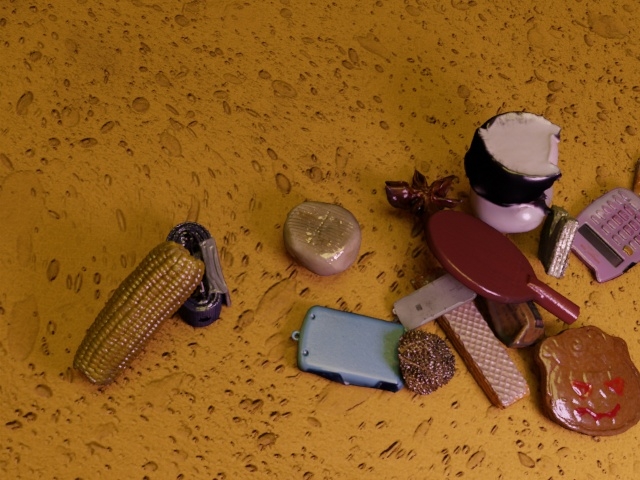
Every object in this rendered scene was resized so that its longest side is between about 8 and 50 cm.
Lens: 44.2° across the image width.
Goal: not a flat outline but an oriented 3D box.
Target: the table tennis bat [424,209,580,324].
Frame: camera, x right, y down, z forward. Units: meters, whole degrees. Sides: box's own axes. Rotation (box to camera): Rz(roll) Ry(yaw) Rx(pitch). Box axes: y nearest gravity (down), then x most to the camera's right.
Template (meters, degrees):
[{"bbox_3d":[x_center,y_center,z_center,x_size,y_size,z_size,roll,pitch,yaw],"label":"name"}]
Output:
[{"bbox_3d":[0.423,0.064,1.842,0.414,0.051,0.268,33,35,1],"label":"table tennis bat"}]

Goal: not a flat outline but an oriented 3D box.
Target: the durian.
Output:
[{"bbox_3d":[0.257,0.268,1.771,0.188,0.091,0.149,12,66,-46],"label":"durian"}]

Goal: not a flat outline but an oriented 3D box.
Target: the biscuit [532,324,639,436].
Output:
[{"bbox_3d":[0.629,0.323,1.821,0.272,0.049,0.258,-2,71,-22],"label":"biscuit"}]

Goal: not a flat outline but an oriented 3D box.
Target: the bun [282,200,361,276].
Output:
[{"bbox_3d":[0.000,0.000,1.884,0.193,0.128,0.178,24,59,17],"label":"bun"}]

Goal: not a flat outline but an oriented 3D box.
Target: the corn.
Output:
[{"bbox_3d":[-0.386,0.154,1.657,0.131,0.131,0.344,38,89,12],"label":"corn"}]

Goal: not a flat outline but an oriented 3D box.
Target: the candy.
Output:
[{"bbox_3d":[0.444,0.137,1.894,0.143,0.101,0.271,7,50,-42],"label":"candy"}]

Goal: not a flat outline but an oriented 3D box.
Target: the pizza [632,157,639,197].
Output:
[{"bbox_3d":[0.926,-0.113,2.162,0.181,0.034,0.262,29,61,7],"label":"pizza"}]

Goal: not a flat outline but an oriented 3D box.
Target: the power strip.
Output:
[{"bbox_3d":[0.262,0.142,1.844,0.226,0.029,0.080,-29,72,15],"label":"power strip"}]

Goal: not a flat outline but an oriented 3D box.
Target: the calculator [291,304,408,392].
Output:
[{"bbox_3d":[0.075,0.248,1.794,0.292,0.051,0.173,13,61,-3],"label":"calculator"}]

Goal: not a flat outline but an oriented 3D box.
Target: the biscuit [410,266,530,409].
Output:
[{"bbox_3d":[0.353,0.220,1.858,0.094,0.054,0.379,-22,67,-21],"label":"biscuit"}]

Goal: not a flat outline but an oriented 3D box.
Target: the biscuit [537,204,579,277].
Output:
[{"bbox_3d":[0.583,-0.004,1.949,0.046,0.147,0.250,16,14,5],"label":"biscuit"}]

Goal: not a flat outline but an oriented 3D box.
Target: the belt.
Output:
[{"bbox_3d":[-0.285,0.072,1.789,0.139,0.126,0.231,-11,62,-14],"label":"belt"}]

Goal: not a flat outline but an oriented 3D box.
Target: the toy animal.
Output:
[{"bbox_3d":[0.470,-0.155,1.946,0.250,0.310,0.251,0,58,0],"label":"toy animal"}]

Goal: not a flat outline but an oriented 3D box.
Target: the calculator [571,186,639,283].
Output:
[{"bbox_3d":[0.769,-0.019,2.064,0.294,0.043,0.194,-36,71,-19],"label":"calculator"}]

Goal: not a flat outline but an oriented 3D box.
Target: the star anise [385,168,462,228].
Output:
[{"bbox_3d":[0.251,-0.105,1.995,0.196,0.111,0.212,22,51,-3],"label":"star anise"}]
